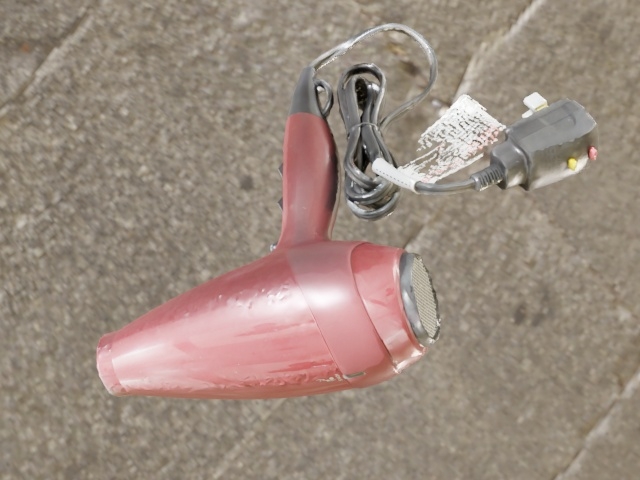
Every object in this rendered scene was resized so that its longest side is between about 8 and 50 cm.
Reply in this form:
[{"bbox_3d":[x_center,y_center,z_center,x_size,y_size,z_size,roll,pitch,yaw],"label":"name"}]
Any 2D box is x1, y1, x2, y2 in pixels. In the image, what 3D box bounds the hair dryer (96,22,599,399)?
[{"bbox_3d":[0.000,0.000,0.687,0.293,0.223,0.080,-38,126,-13],"label":"hair dryer"}]
